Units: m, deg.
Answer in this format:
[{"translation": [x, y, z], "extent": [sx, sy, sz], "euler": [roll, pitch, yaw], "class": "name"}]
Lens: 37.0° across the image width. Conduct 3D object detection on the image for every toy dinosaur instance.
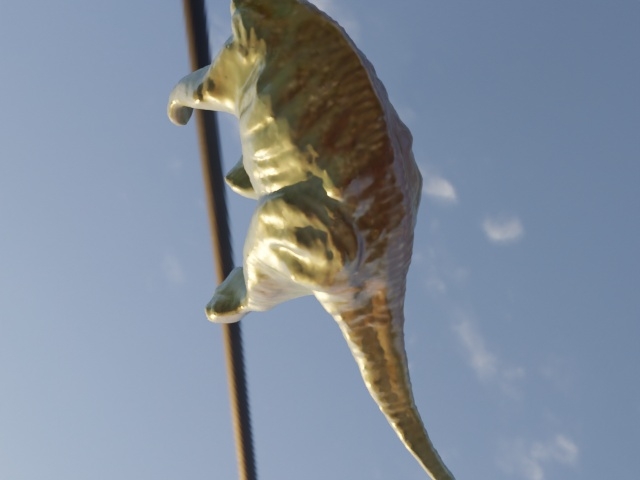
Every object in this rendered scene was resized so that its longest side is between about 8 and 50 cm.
[{"translation": [0.000, 0.000, 0.472], "extent": [0.205, 0.092, 0.393], "euler": [-28, -95, 63], "class": "toy dinosaur"}]
